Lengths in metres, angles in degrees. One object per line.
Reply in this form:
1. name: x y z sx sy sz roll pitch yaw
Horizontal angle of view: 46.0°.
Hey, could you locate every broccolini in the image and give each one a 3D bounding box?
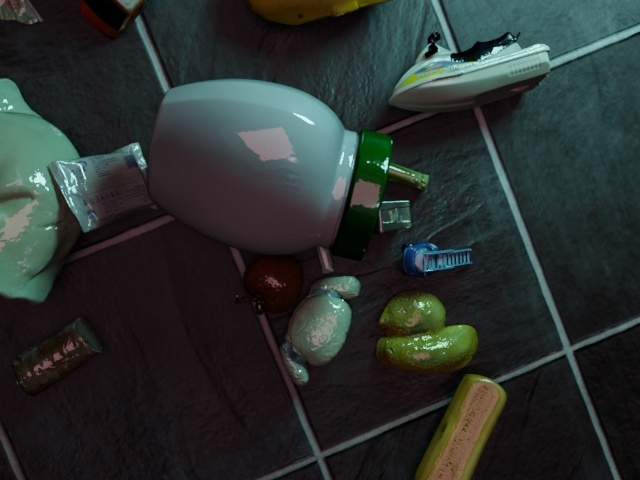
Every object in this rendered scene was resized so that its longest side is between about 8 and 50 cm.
1. broccolini: 0.012 -0.174 1.304 0.391 0.074 0.079 18 98 -3

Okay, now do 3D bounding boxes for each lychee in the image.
1. lychee: -0.092 0.075 1.291 0.140 0.101 0.114 -23 137 -17

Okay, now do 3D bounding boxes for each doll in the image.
1. doll: -0.003 0.152 1.321 0.103 0.071 0.214 28 87 -6

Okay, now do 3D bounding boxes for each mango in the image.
1. mango: 0.006 -0.464 1.257 0.290 0.160 0.191 -17 100 6

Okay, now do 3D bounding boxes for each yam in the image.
1. yam: -0.452 0.199 1.288 0.141 0.079 0.079 -32 95 -3

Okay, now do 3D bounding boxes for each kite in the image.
1. kite: -0.590 -0.387 1.283 0.229 0.012 0.250 10 93 -4

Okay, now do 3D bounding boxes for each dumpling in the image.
1. dumpling: -0.515 -0.066 1.217 0.321 0.212 0.270 47 52 8

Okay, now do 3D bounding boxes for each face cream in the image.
1. face cream: -0.082 -0.106 1.199 0.356 0.313 0.220 14 50 -2

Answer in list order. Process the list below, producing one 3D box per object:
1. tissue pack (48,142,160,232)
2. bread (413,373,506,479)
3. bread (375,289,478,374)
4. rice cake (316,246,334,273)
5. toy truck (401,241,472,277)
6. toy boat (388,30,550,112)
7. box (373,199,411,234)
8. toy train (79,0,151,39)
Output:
1. tissue pack: -0.345 -0.090 1.241 0.026 0.193 0.123 -20 94 34
2. bread: 0.252 0.354 1.349 0.092 0.074 0.239 26 89 11
3. bread: 0.194 0.166 1.343 0.187 0.065 0.150 5 87 -3
4. rice cake: 0.000 0.000 1.340 0.022 0.021 0.121 -14 92 1
5. toy truck: 0.205 0.032 1.341 0.136 0.074 0.063 -7 97 -45
6. toy boat: 0.248 -0.292 1.291 0.269 0.141 0.141 -2 93 -2
7. box: 0.118 -0.044 1.318 0.063 0.084 0.060 -8 92 -12
8. toy train: -0.247 -0.515 1.265 0.086 0.089 0.409 42 89 -10
